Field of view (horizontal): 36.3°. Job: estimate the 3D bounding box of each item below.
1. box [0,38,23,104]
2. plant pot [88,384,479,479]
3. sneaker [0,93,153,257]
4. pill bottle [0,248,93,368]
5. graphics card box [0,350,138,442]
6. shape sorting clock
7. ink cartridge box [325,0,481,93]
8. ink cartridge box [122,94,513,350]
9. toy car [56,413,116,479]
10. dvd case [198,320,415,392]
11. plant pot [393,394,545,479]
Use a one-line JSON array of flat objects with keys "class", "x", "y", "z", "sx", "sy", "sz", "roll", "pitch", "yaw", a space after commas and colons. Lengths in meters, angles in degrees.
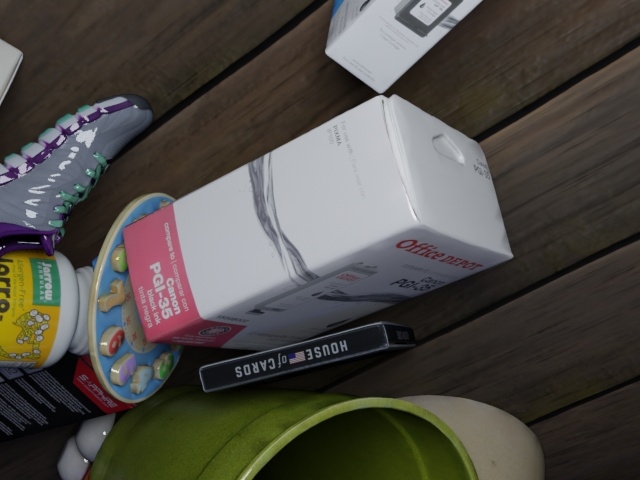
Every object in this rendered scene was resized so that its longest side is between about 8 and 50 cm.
[{"class": "box", "x": -0.415, "y": -0.077, "z": 0.910, "sx": 0.148, "sy": 0.121, "sz": 0.311, "roll": 31, "pitch": 130, "yaw": -21}, {"class": "plant pot", "x": -0.076, "y": 0.312, "z": 1.060, "sx": 0.353, "sy": 0.366, "sz": 0.366, "roll": 9, "pitch": 149, "yaw": 52}, {"class": "sneaker", "x": -0.233, "y": -0.042, "z": 0.874, "sx": 0.223, "sy": 0.098, "sz": 0.083, "roll": -33, "pitch": 170, "yaw": -14}, {"class": "pill bottle", "x": -0.301, "y": 0.061, "z": 0.917, "sx": 0.208, "sy": 0.118, "sz": 0.117, "roll": 8, "pitch": 140, "yaw": -35}, {"class": "graphics card box", "x": -0.416, "y": 0.137, "z": 1.140, "sx": 0.370, "sy": 0.094, "sz": 0.233, "roll": -19, "pitch": 128, "yaw": 22}, {"class": "shape sorting clock", "x": -0.166, "y": 0.056, "z": 0.951, "sx": 0.040, "sy": 0.206, "sz": 0.206, "roll": 5, "pitch": 135, "yaw": 15}, {"class": "ink cartridge box", "x": 0.085, "y": -0.208, "z": 0.731, "sx": 0.060, "sy": 0.104, "sz": 0.180, "roll": 33, "pitch": 129, "yaw": -22}, {"class": "ink cartridge box", "x": 0.000, "y": 0.000, "z": 0.878, "sx": 0.283, "sy": 0.117, "sz": 0.207, "roll": -24, "pitch": 160, "yaw": 27}, {"class": "toy car", "x": -0.255, "y": 0.308, "z": 1.255, "sx": 0.159, "sy": 0.136, "sz": 0.182, "roll": 25, "pitch": 132, "yaw": -16}, {"class": "dvd case", "x": -0.002, "y": 0.118, "z": 0.995, "sx": 0.179, "sy": 0.030, "sz": 0.238, "roll": -15, "pitch": 171, "yaw": 10}, {"class": "plant pot", "x": 0.142, "y": 0.355, "z": 1.213, "sx": 0.284, "sy": 0.191, "sz": 0.284, "roll": 3, "pitch": 135, "yaw": 3}]
